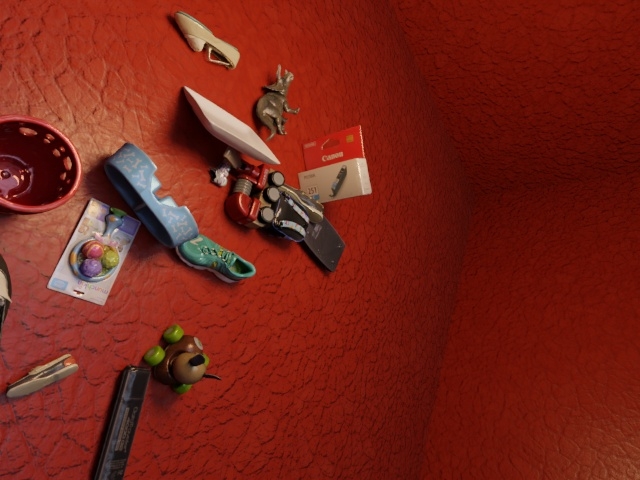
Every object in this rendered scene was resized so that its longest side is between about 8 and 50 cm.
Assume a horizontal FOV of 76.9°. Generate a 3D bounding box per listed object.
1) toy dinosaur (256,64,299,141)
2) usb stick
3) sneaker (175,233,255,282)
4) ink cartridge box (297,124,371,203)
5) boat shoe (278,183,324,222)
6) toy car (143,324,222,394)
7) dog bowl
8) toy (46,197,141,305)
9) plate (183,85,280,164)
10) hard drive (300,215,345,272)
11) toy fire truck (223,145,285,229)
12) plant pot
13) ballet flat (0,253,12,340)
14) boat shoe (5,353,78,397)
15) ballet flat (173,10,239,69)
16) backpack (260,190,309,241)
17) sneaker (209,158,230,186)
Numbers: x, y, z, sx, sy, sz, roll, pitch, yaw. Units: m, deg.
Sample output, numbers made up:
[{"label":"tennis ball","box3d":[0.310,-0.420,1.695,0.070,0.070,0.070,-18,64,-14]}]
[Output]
[{"label":"toy dinosaur","box3d":[-0.179,-0.480,1.493,0.160,0.121,0.313,38,60,-27]},{"label":"usb stick","box3d":[-0.492,0.456,1.004,0.077,0.045,0.277,33,60,-52]},{"label":"sneaker","box3d":[-0.313,0.047,1.231,0.275,0.110,0.106,33,60,-43]},{"label":"ink cartridge box","box3d":[0.039,-0.283,1.565,0.066,0.297,0.260,-15,96,-51]},{"label":"boat shoe","box3d":[-0.082,-0.155,1.553,0.228,0.081,0.068,35,47,-22]},{"label":"toy car","box3d":[-0.346,0.328,1.086,0.155,0.189,0.149,60,45,-27]},{"label":"dog bowl","box3d":[-0.441,-0.105,1.047,0.074,0.166,0.297,-45,112,-31]},{"label":"toy","box3d":[-0.541,0.027,0.993,0.137,0.056,0.237,35,59,-42]},{"label":"plate","box3d":[-0.284,-0.347,1.258,0.277,0.278,0.045,23,112,-46]},{"label":"hard drive","box3d":[0.000,0.000,1.669,0.254,0.054,0.171,50,50,-33]},{"label":"toy fire truck","box3d":[-0.249,-0.182,1.322,0.246,0.159,0.216,30,63,-35]},{"label":"plant pot","box3d":[-0.620,-0.140,0.822,0.191,0.174,0.190,11,76,-50]},{"label":"ballet flat","box3d":[-0.662,0.140,0.795,0.095,0.096,0.280,3,83,-51]},{"label":"boat shoe","box3d":[-0.610,0.294,0.882,0.043,0.049,0.137,45,38,20]},{"label":"ballet flat","box3d":[-0.363,-0.629,1.294,0.249,0.086,0.086,14,74,-50]},{"label":"backpack","box3d":[-0.127,-0.076,1.472,0.173,0.117,0.158,34,59,-43]},{"label":"sneaker","box3d":[-0.330,-0.230,1.304,0.069,0.038,0.098,22,68,-49]}]
